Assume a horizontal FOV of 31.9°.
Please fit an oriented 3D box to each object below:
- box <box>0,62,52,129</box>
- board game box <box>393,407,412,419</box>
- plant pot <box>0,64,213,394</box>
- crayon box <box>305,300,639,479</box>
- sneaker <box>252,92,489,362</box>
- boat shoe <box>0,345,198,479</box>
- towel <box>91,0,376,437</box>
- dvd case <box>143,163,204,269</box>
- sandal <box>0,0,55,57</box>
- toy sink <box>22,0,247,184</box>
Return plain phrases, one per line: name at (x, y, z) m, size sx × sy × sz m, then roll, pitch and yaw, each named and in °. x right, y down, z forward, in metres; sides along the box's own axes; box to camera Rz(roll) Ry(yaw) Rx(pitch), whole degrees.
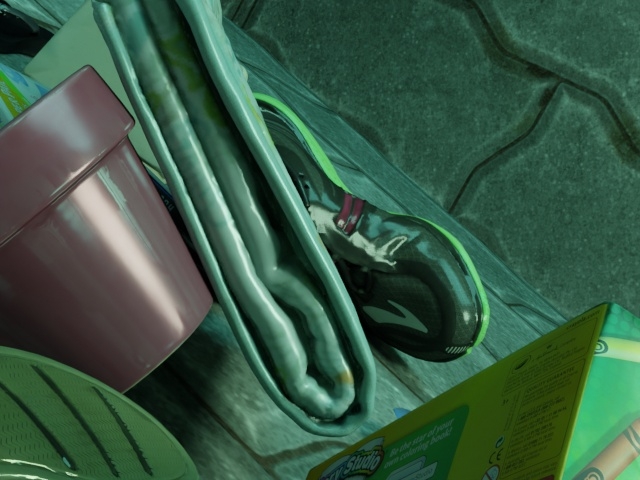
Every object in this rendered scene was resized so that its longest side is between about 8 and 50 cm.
box at (-0.262, -0.063, 0.959) m, size 0.114 × 0.103 × 0.203 m, roll 26°, pitch 17°, yaw -47°
board game box at (0.120, 0.243, 1.116) m, size 0.133 × 0.033 × 0.168 m, roll 38°, pitch 16°, yaw -26°
plant pot at (-0.178, 0.011, 0.763) m, size 0.180 × 0.201 × 0.201 m, roll 51°, pitch 8°, yaw -14°
crayon box at (0.060, 0.161, 0.541) m, size 0.081 × 0.278 × 0.165 m, roll 35°, pitch 51°, yaw -11°
sneaker at (0.000, 0.000, 1.438) m, size 0.483 × 0.185 × 0.202 m, roll 38°, pitch 29°, yaw 16°
boat shoe at (-0.180, 0.118, 0.511) m, size 0.113 × 0.103 × 0.302 m, roll 43°, pitch 14°, yaw 31°
towel at (-0.065, -0.056, 0.909) m, size 0.320 × 0.090 × 0.374 m, roll -109°, pitch 177°, yaw -77°
dvd case at (-0.163, -0.031, 1.180) m, size 0.239 × 0.029 × 0.179 m, roll 43°, pitch -8°, yaw 23°
sandal at (-0.415, -0.294, 1.505) m, size 0.097 × 0.054 × 0.254 m, roll 41°, pitch 12°, yaw 13°
toy sink at (-0.197, -0.166, 1.303) m, size 0.234 × 0.153 × 0.131 m, roll 34°, pitch -11°, yaw 23°
